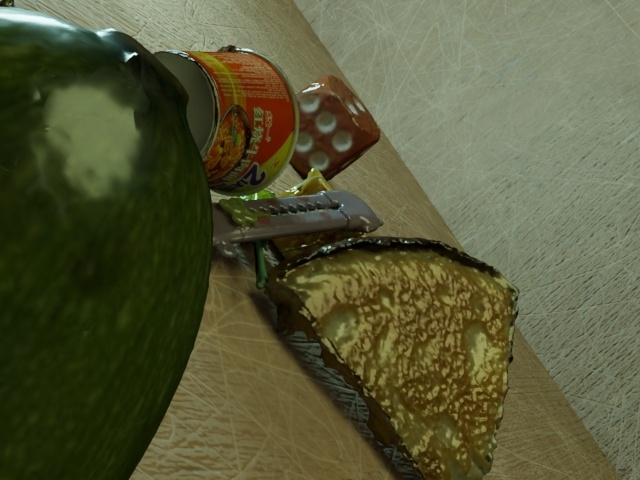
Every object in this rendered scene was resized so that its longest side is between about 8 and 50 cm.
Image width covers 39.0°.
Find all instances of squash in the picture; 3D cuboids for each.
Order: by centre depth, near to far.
[{"bbox_3d":[-0.177,0.044,0.424,0.310,0.309,0.310,48,16,-18],"label":"squash"}]

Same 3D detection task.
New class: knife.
[{"bbox_3d":[-0.059,-0.036,1.221,0.399,0.038,0.132,-6,47,-48],"label":"knife"}]

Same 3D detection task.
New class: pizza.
[{"bbox_3d":[0.152,0.130,1.317,0.435,0.080,0.392,54,49,-8],"label":"pizza"}]

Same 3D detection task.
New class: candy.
[{"bbox_3d":[-0.089,-0.002,1.240,0.077,0.073,0.262,22,21,-17],"label":"candy"}]

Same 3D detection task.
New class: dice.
[{"bbox_3d":[0.009,-0.232,1.883,0.175,0.174,0.179,54,14,3],"label":"dice"}]

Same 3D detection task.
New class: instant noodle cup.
[{"bbox_3d":[-0.158,-0.162,1.200,0.213,0.213,0.174,55,24,14],"label":"instant noodle cup"}]

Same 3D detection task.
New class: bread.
[{"bbox_3d":[-0.001,-0.001,1.401,0.188,0.125,0.068,54,3,7],"label":"bread"}]

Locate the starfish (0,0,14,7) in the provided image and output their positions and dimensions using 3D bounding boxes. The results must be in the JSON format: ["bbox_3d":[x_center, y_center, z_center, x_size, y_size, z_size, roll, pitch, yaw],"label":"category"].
[{"bbox_3d":[-0.375,-0.254,1.040,0.238,0.057,0.213,57,12,-46],"label":"starfish"}]
